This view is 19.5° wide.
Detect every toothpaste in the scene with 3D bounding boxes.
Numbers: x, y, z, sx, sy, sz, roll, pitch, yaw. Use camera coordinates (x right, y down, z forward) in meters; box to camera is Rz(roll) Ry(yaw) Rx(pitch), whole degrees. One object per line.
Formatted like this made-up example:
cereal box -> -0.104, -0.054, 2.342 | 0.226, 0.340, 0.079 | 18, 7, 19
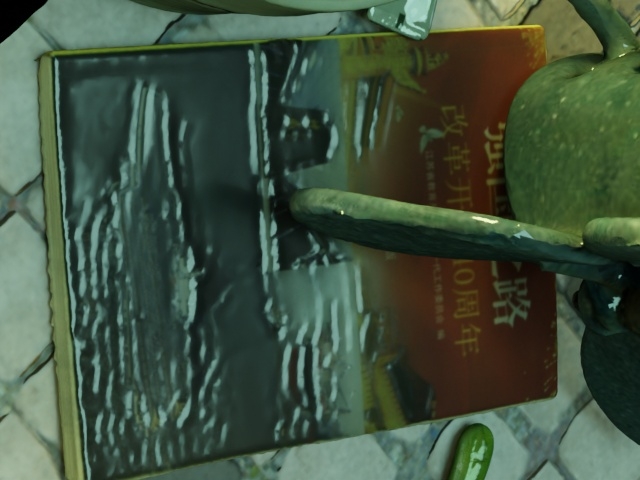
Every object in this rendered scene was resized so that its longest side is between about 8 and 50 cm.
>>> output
toothpaste -> 0.076, -0.228, 1.214 | 0.048, 0.029, 0.197 | 20, 81, -26

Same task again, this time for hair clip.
hair clip -> 0.237, -0.035, 1.148 | 0.392, 0.318, 0.238 | 33, 71, -32

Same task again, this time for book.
book -> 0.000, 0.000, 1.195 | 0.374, 0.028, 0.262 | -7, 96, -31

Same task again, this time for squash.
squash -> 0.097, 0.168, 1.275 | 0.027, 0.027, 0.089 | 24, 83, -32

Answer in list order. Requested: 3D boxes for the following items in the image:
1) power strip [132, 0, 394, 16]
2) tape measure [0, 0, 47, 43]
power strip -> -0.027, -0.306, 1.067 | 0.358, 0.161, 0.357 | -3, 96, -32
tape measure -> -0.229, -0.131, 0.925 | 0.135, 0.223, 0.202 | 61, 36, -21
